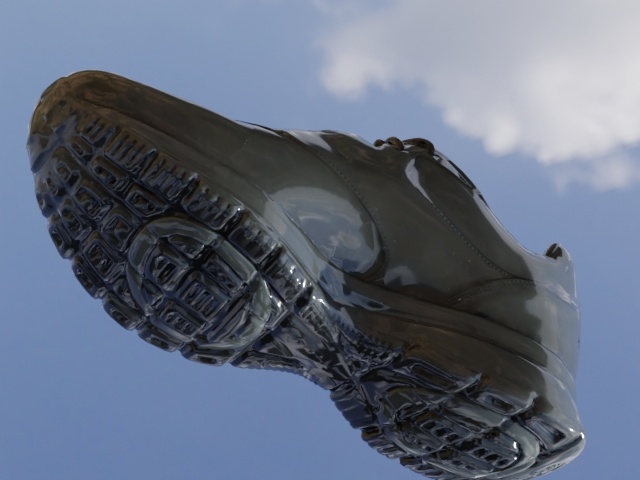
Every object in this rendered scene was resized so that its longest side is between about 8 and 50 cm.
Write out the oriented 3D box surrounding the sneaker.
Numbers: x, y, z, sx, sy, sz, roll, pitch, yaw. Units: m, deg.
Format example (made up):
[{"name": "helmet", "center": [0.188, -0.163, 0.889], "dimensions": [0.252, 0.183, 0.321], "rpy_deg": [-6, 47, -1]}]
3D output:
[{"name": "sneaker", "center": [0.000, 0.000, 0.828], "dimensions": [0.109, 0.286, 0.130], "rpy_deg": [-33, -147, 45]}]
